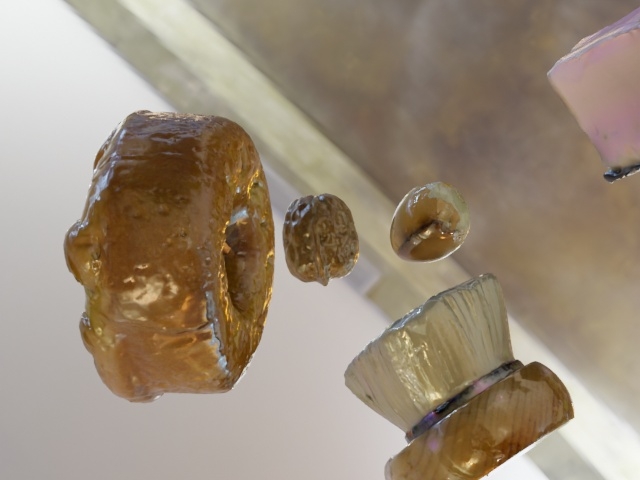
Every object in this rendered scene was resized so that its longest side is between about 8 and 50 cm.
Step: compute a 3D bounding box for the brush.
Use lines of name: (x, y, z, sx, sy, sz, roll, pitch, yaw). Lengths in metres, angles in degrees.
brush: (0.113, 0.166, 1.425, 0.174, 0.266, 0.166, -26, -106, -35)

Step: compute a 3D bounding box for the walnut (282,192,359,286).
walnut: (0.000, 0.000, 1.525, 0.082, 0.079, 0.096, 33, -129, -88)

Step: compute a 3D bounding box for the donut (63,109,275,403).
donut: (-0.108, 0.011, 1.110, 0.114, 0.226, 0.226, 0, -150, 13)

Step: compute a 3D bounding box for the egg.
egg: (0.103, -0.015, 1.403, 0.071, 0.083, 0.071, 36, -148, -27)

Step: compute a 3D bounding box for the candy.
candy: (0.365, -0.173, 1.525, 0.116, 0.265, 0.155, -33, -87, -25)
